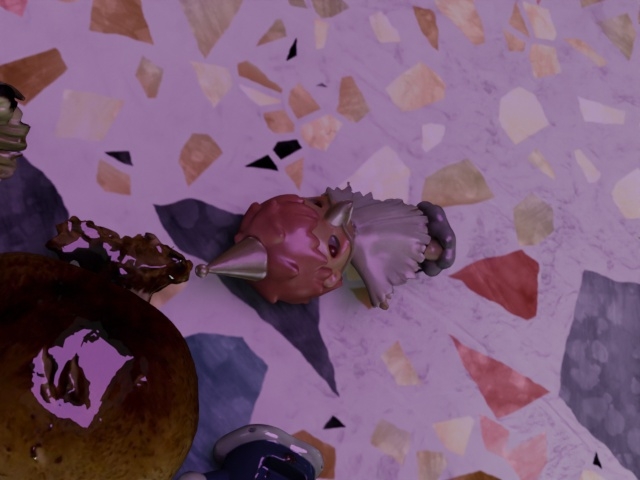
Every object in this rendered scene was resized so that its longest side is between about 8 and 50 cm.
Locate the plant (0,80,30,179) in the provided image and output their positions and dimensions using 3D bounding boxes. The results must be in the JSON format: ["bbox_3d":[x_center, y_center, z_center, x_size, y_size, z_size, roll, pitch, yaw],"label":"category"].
[{"bbox_3d":[-0.471,-0.156,1.713,0.261,0.305,0.297,-1,41,0],"label":"plant"}]

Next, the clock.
[{"bbox_3d":[-0.095,0.351,1.798,0.200,0.146,0.243,35,52,-19],"label":"clock"}]

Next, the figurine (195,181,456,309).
[{"bbox_3d":[0.000,0.000,1.962,0.387,0.166,0.207,0,55,-33],"label":"figurine"}]

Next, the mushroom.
[{"bbox_3d":[-0.320,0.152,1.720,0.331,0.356,0.334,19,101,-24],"label":"mushroom"}]
